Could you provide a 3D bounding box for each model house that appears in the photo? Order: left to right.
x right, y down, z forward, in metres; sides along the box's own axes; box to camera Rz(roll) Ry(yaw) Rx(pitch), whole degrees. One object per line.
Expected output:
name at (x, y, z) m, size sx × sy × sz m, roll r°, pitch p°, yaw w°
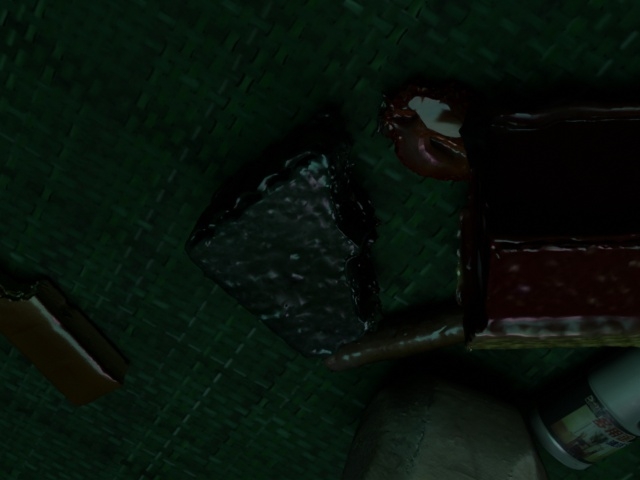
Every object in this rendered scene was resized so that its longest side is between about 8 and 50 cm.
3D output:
model house at (0.221, 0.018, 0.805) m, size 0.195 × 0.160 × 0.254 m, roll -3°, pitch 137°, yaw 3°

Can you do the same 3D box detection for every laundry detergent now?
laundry detergent at (0.334, 0.160, 0.955) m, size 0.099 × 0.070 × 0.225 m, roll 43°, pitch 122°, yaw -8°

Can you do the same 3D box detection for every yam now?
yam at (0.117, 0.097, 0.973) m, size 0.263 × 0.046 × 0.046 m, roll -18°, pitch 119°, yaw 22°

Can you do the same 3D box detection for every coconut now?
coconut at (0.146, 0.268, 0.989) m, size 0.234 × 0.224 × 0.224 m, roll 27°, pitch 126°, yaw -10°

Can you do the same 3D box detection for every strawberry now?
strawberry at (0.118, -0.093, 0.837) m, size 0.152 × 0.048 × 0.104 m, roll 29°, pitch 130°, yaw -4°

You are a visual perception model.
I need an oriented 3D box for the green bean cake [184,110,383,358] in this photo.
green bean cake at (0.000, 0.000, 0.894) m, size 0.193 × 0.107 × 0.208 m, roll -34°, pitch 113°, yaw 27°

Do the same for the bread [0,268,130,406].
bread at (-0.332, 0.101, 1.077) m, size 0.088 × 0.049 × 0.226 m, roll -25°, pitch 116°, yaw 27°
